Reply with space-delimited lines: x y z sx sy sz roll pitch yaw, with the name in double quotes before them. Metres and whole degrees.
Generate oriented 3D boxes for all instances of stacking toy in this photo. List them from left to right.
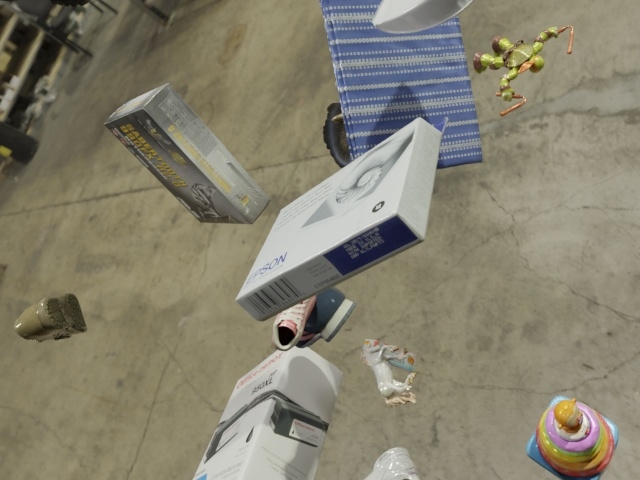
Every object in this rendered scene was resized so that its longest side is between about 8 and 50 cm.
"stacking toy" 0.534 0.399 1.214 0.165 0.302 0.175 27 73 36

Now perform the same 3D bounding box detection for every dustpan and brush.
"dustpan and brush" 0.174 -0.319 0.702 0.211 0.060 0.147 19 80 56

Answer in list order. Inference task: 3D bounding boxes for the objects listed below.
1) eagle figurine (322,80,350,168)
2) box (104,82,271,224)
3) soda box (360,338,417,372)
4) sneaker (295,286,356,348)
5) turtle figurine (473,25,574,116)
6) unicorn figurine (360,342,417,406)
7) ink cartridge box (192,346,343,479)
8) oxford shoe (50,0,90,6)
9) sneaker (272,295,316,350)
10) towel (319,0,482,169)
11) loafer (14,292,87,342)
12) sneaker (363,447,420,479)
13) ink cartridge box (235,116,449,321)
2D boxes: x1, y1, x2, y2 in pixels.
"eagle figurine" 0.115 -0.312 1.584 0.226 0.298 0.225 40 92 11
"box" -0.207 -0.121 0.882 0.183 0.231 0.056 6 53 53
"soda box" 0.213 0.357 1.764 0.063 0.183 0.058 -9 61 53
"sneaker" -0.035 0.126 1.095 0.112 0.131 0.319 -54 4 -22
"turtle figurine" 0.479 -0.444 1.429 0.270 0.087 0.217 -54 34 5
"unicorn figurine" 0.130 0.252 1.133 0.111 0.060 0.162 -34 47 35
"ink cartridge box" -0.130 0.464 1.306 0.285 0.166 0.395 -41 17 39
"oxford shoe" -0.548 -0.498 1.050 0.096 0.227 0.083 104 163 -65
"sneaker" -0.039 0.110 0.882 0.070 0.050 0.134 128 162 -84
"towel" 0.130 -0.273 0.922 0.040 0.243 0.336 172 87 -71
"loafer" -0.331 0.096 0.704 0.050 0.148 0.056 -20 81 -9
"sneaker" 0.161 0.733 1.602 0.305 0.114 0.152 -54 29 7
"ink cartridge box" 0.026 -0.039 0.613 0.223 0.045 0.224 -30 24 36
